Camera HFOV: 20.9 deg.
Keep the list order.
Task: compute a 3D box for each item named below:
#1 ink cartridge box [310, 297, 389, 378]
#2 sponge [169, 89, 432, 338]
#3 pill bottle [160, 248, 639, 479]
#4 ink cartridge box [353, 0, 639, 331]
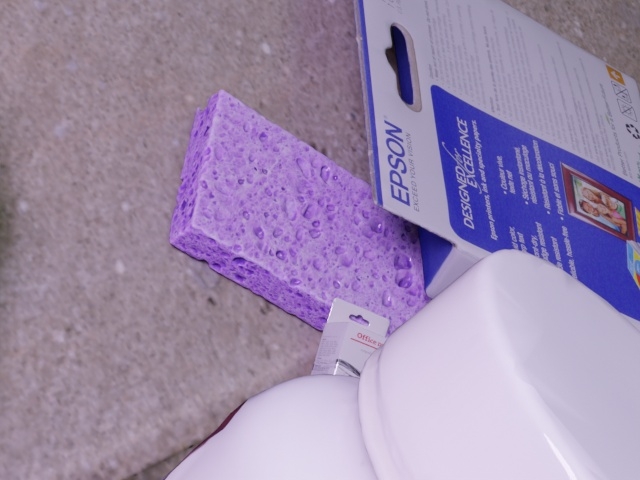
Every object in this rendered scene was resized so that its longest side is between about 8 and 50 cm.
[{"bbox_3d":[0.022,0.081,1.087,0.048,0.028,0.083,24,75,-30],"label":"ink cartridge box"},{"bbox_3d":[0.000,0.000,1.143,0.210,0.031,0.117,32,46,-25],"label":"sponge"},{"bbox_3d":[-0.010,0.197,0.696,0.224,0.392,0.224,40,22,-20],"label":"pill bottle"},{"bbox_3d":[0.130,-0.063,1.254,0.307,0.072,0.303,23,42,-27],"label":"ink cartridge box"}]
